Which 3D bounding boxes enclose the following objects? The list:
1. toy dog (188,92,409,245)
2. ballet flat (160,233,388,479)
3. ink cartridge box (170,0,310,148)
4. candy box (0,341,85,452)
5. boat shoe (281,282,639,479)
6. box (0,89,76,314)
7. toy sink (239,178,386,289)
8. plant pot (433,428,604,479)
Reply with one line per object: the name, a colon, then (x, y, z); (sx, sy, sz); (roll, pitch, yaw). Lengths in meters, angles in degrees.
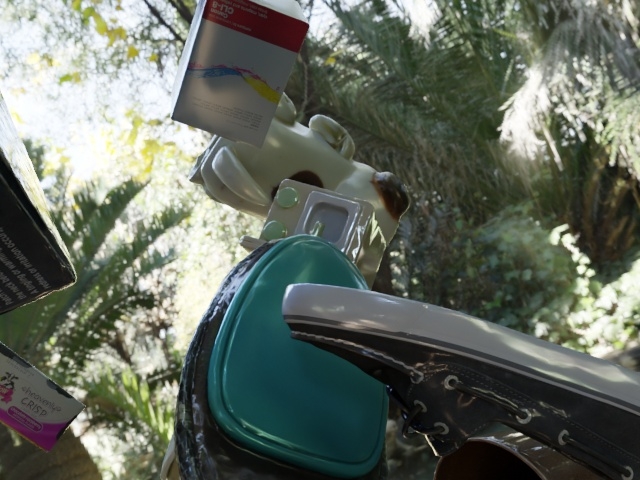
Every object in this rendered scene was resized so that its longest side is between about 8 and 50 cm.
toy dog: (-0.019, -0.122, 1.196); (0.284, 0.408, 0.395); (-57, 17, 8)
ballet flat: (-0.036, 0.177, 0.360); (0.164, 0.483, 0.182); (29, -65, -21)
ink cartridge box: (-0.111, -0.235, 0.775); (0.127, 0.128, 0.176); (14, -60, -21)
candy box: (-0.426, 0.177, 0.772); (0.233, 0.159, 0.071); (-1, 47, 48)
boat shoe: (0.082, 0.087, 0.340); (0.229, 0.076, 0.080); (18, -12, -6)
box: (-0.519, -0.116, 0.436); (0.472, 0.480, 0.297); (-24, -22, -18)
toy sink: (0.000, 0.000, 0.907); (0.153, 0.131, 0.234); (16, -13, 19)
plant pot: (0.306, 0.335, 0.782); (0.230, 0.215, 0.215); (-7, -18, -36)
